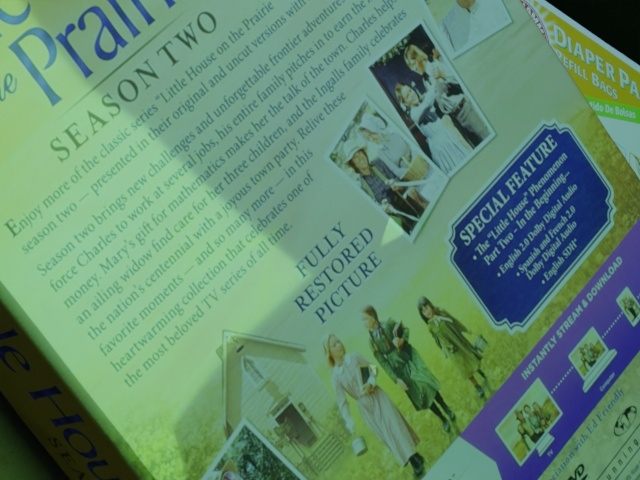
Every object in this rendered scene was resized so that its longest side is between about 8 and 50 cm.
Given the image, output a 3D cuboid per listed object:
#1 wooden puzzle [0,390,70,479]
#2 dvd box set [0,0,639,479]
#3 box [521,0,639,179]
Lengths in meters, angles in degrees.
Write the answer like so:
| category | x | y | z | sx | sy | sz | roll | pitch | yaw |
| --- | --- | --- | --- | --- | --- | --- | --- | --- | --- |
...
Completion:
| category | x | y | z | sx | sy | sz | roll | pitch | yaw |
| --- | --- | --- | --- | --- | --- | --- | --- | --- | --- |
| wooden puzzle | -0.109 | 0.104 | 0.794 | 0.239 | 0.044 | 0.221 | 1 | 73 | -45 |
| dvd box set | 0.000 | 0.000 | 0.833 | 0.420 | 0.062 | 0.307 | 53 | 55 | -15 |
| box | 0.108 | -0.049 | 1.057 | 0.203 | 0.114 | 0.103 | 27 | 54 | -38 |
